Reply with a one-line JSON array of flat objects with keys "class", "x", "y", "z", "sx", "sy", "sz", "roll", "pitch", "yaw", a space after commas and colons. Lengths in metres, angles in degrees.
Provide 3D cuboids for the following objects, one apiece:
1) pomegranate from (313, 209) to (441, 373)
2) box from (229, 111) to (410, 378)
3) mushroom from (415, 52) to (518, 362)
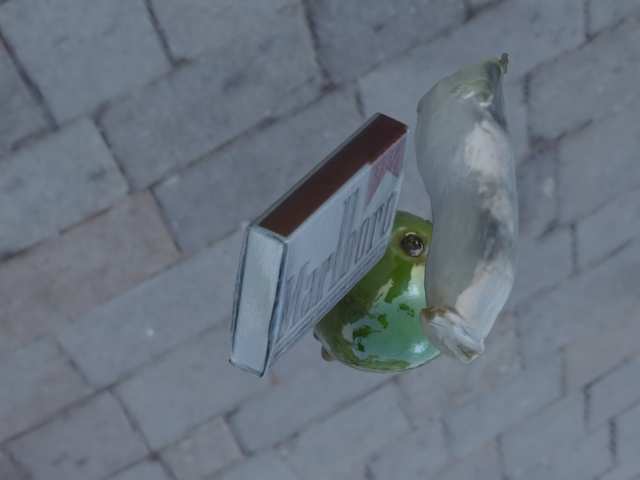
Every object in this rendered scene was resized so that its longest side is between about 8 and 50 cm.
[{"class": "pomegranate", "x": 0.048, "y": 0.068, "z": 1.911, "sx": 0.159, "sy": 0.241, "sz": 0.189, "roll": -24, "pitch": 108, "yaw": -33}, {"class": "box", "x": 0.000, "y": 0.000, "z": 1.064, "sx": 0.177, "sy": 0.036, "sz": 0.115, "roll": -44, "pitch": 150, "yaw": -50}, {"class": "mushroom", "x": 0.152, "y": -0.041, "z": 1.637, "sx": 0.109, "sy": 0.351, "sz": 0.097, "roll": 22, "pitch": 146, "yaw": -31}]
